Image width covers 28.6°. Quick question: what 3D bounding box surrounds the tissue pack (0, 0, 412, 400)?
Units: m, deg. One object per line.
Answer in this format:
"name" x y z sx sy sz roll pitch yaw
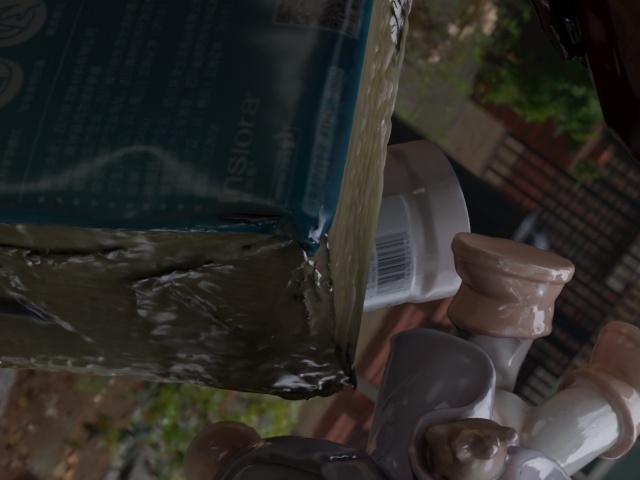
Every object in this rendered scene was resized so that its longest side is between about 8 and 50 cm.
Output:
"tissue pack" -0.061 -0.078 0.565 0.134 0.192 0.270 77 20 -55

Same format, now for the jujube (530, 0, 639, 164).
"jujube" 0.187 -0.185 0.303 0.258 0.258 0.376 -35 142 -57

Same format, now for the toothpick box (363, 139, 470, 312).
"toothpick box" 0.000 0.000 0.729 0.149 0.098 0.098 -11 152 -18

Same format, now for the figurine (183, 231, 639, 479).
"figurine" 0.025 0.122 0.499 0.276 0.200 0.133 -45 125 -13
